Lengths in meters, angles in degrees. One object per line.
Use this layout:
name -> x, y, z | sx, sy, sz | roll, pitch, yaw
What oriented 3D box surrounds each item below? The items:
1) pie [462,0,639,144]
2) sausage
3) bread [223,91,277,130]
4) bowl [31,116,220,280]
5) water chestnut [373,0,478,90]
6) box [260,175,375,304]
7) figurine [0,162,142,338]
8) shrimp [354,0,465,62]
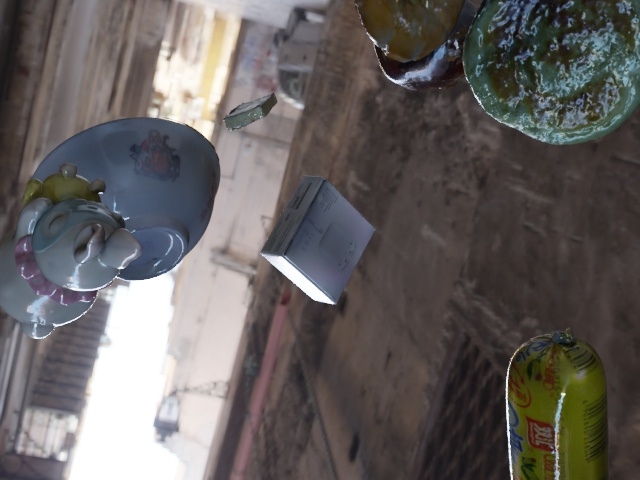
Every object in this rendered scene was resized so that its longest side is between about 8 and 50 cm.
pie -> 0.287, -0.228, 1.162 | 0.240, 0.241, 0.054 | 16, -153, 9
sausage -> 0.296, 0.260, 1.197 | 0.123, 0.347, 0.123 | -6, -157, 3
bread -> -0.114, -0.216, 1.600 | 0.068, 0.028, 0.154 | -19, -165, 11
bowl -> -0.314, -0.034, 1.637 | 0.345, 0.345, 0.157 | 6, -137, -36
water chestnut -> 0.206, -0.398, 1.815 | 0.223, 0.238, 0.224 | 0, -143, 0
box -> 0.000, 0.000, 1.340 | 0.051, 0.130, 0.129 | 10, 154, 47
figurine -> -0.267, -0.001, 1.043 | 0.127, 0.155, 0.235 | 25, 143, -27
shrimp -> 0.061, -0.279, 0.843 | 0.063, 0.152, 0.287 | 22, 153, 40
